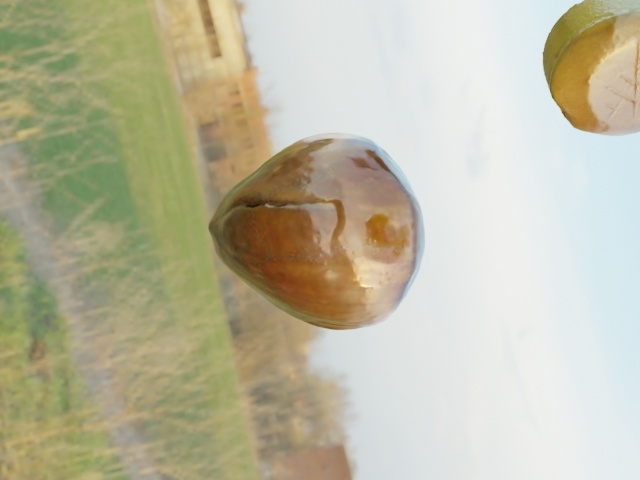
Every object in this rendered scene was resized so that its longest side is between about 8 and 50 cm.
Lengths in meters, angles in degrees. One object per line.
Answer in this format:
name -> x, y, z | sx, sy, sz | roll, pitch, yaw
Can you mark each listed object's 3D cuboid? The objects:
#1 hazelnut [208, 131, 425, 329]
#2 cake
hazelnut -> 0.000, 0.000, 0.899 | 0.150, 0.150, 0.150 | 166, -90, -89
cake -> 0.164, -0.096, 0.707 | 0.044, 0.084, 0.084 | -104, -179, -47
